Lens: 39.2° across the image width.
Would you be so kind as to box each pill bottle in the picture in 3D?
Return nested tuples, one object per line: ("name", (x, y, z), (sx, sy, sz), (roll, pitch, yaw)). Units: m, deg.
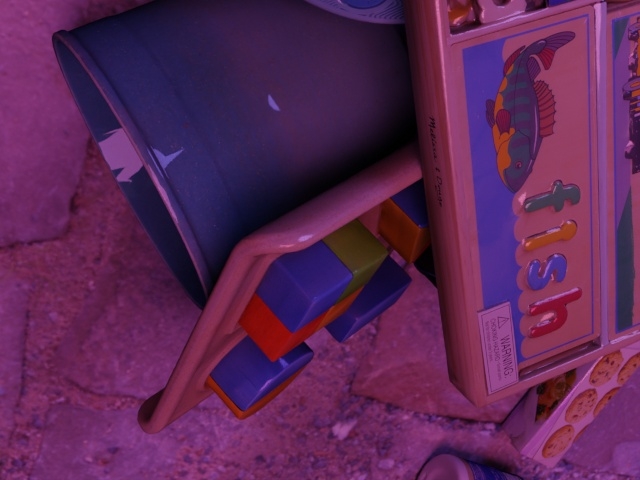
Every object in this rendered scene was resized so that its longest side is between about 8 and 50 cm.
("pill bottle", (0.227, 0.360, 1.197), (0.186, 0.112, 0.112), (22, 109, -23))

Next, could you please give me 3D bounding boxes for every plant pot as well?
("plant pot", (-0.060, -0.115, 0.811), (0.255, 0.271, 0.272), (-30, 120, -14))

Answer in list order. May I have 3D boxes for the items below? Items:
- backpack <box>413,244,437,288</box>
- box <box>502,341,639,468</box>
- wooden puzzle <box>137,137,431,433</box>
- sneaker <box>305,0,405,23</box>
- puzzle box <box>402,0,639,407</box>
("backpack", (0.239, -0.033, 0.926), (0.213, 0.276, 0.264), (20, 104, -27))
("box", (0.359, 0.148, 1.150), (0.067, 0.063, 0.324), (28, 107, -26))
("wooden puzzle", (0.011, 0.041, 0.818), (0.322, 0.080, 0.348), (-32, 167, -40))
("sneaker", (-0.004, -0.278, 0.739), (0.318, 0.208, 0.127), (19, 119, 9))
("puzzle box", (0.209, -0.086, 0.701), (0.272, 0.052, 0.409), (-20, 119, -16))
